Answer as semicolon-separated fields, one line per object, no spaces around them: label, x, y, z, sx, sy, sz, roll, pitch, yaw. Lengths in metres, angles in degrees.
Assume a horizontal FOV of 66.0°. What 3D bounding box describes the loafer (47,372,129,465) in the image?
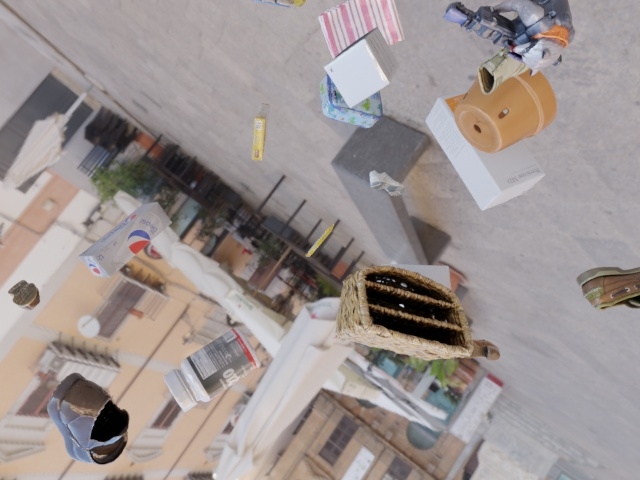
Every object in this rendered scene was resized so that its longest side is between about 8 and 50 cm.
loafer;-0.526;0.453;1.172;0.130;0.134;0.366;18;142;12

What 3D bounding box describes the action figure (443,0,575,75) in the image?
action figure;0.438;-0.522;1.056;0.341;0.330;0.178;1;169;-27

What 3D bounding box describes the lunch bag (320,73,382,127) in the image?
lunch bag;0.107;-0.503;1.734;0.219;0.176;0.090;9;156;-25

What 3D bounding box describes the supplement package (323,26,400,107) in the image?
supplement package;0.096;-0.383;1.082;0.105;0.105;0.179;55;-150;-18

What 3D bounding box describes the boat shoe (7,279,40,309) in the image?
boat shoe;-0.766;0.150;1.297;0.178;0.064;0.060;10;140;49

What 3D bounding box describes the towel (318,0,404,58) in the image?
towel;0.107;-0.543;1.256;0.029;0.197;0.144;-109;-5;-64

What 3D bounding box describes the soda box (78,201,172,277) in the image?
soda box;-0.622;-0.006;1.590;0.098;0.286;0.091;-3;126;40

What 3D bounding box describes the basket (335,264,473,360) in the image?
basket;0.217;0.169;1.248;0.299;0.213;0.223;17;161;-13

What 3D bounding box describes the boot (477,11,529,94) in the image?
boot;0.507;-0.517;1.341;0.077;0.165;0.213;45;163;34

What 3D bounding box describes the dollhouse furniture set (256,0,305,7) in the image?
dollhouse furniture set;-0.122;-0.796;1.334;0.303;0.286;0.198;-10;-148;-42

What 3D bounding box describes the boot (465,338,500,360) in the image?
boot;0.578;0.401;1.875;0.197;0.073;0.152;19;-175;10

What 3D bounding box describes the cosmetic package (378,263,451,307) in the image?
cosmetic package;0.303;0.184;1.676;0.224;0.138;0.224;2;153;-3

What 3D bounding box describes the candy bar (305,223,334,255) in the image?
candy bar;0.000;0.000;1.826;0.018;0.161;0.040;41;180;-3

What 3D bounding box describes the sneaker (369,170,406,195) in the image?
sneaker;0.218;-0.187;1.582;0.152;0.054;0.061;15;-131;-38

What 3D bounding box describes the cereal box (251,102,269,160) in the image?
cereal box;-0.242;-0.449;2.017;0.047;0.173;0.240;6;-150;-4

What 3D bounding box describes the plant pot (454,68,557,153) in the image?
plant pot;0.581;-0.424;1.615;0.291;0.203;0.291;49;173;9

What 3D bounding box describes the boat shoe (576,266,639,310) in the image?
boat shoe;0.826;0.131;1.291;0.307;0.104;0.110;-5;147;-9

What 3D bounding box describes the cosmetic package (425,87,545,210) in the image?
cosmetic package;0.637;-0.371;1.938;0.453;0.230;0.161;63;161;17

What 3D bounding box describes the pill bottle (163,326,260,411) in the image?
pill bottle;-0.357;0.428;1.634;0.161;0.283;0.161;49;159;26
